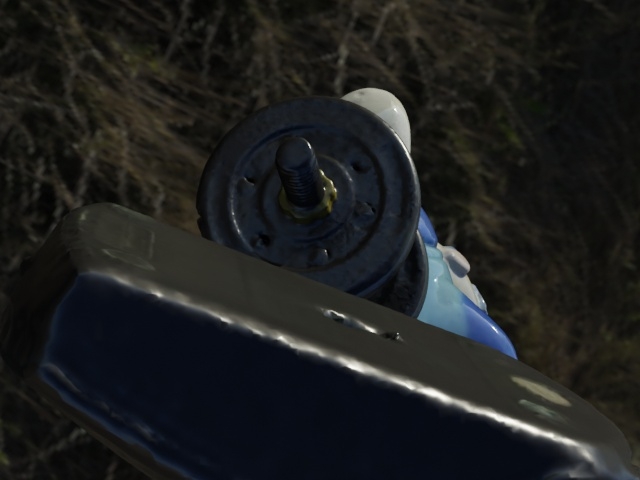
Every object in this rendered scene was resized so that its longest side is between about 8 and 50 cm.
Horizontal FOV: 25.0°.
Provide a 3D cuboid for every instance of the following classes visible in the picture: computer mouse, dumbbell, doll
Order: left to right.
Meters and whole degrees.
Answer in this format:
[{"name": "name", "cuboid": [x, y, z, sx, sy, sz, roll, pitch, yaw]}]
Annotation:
[{"name": "computer mouse", "cuboid": [-0.005, 0.075, 0.609, 0.170, 0.269, 0.100, -126, -122, -80]}, {"name": "dumbbell", "cuboid": [0.000, 0.000, 0.977, 0.143, 0.143, 0.325, -54, 164, -11]}, {"name": "doll", "cuboid": [0.082, 0.090, 1.264, 0.187, 0.365, 0.376, -30, 108, 17]}]
